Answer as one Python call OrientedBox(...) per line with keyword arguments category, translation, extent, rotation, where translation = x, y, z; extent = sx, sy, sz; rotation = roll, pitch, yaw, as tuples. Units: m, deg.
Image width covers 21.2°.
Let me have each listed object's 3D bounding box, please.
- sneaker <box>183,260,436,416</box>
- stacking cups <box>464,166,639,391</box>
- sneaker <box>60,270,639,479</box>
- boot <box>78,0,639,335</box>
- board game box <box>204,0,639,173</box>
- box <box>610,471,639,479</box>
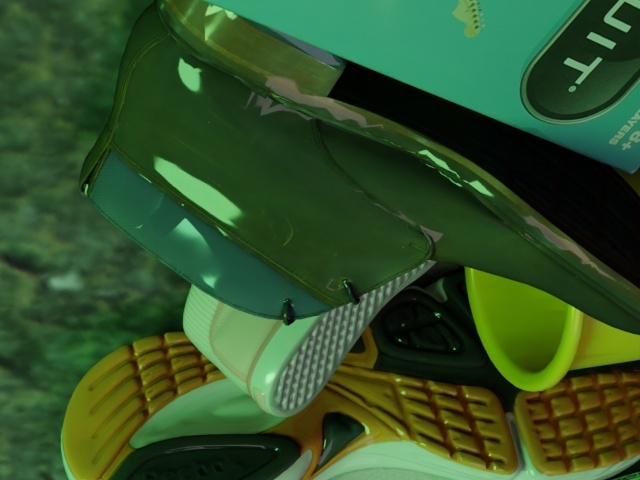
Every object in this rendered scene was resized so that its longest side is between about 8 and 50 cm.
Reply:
OrientedBox(category="sneaker", translation=(0.000, 0.000, 0.662), extent=(0.134, 0.070, 0.051), rotation=(-49, 143, -15))
OrientedBox(category="stacking cups", translation=(0.222, -0.005, 0.713), extent=(0.316, 0.096, 0.096), rotation=(-7, 135, -19))
OrientedBox(category="sneaker", translation=(0.016, 0.087, 0.732), extent=(0.263, 0.099, 0.121), rotation=(-4, 148, -16))
OrientedBox(category="boot", translation=(0.022, -0.011, 0.601), extent=(0.219, 0.082, 0.106), rotation=(34, 120, -9))
OrientedBox(category="board game box", translation=(0.041, -0.175, 0.477), extent=(0.336, 0.079, 0.254), rotation=(18, 124, -34))
OrientedBox(category="box", translation=(0.156, 0.237, 0.814), extent=(0.290, 0.177, 0.279), rotation=(-16, 151, -7))
